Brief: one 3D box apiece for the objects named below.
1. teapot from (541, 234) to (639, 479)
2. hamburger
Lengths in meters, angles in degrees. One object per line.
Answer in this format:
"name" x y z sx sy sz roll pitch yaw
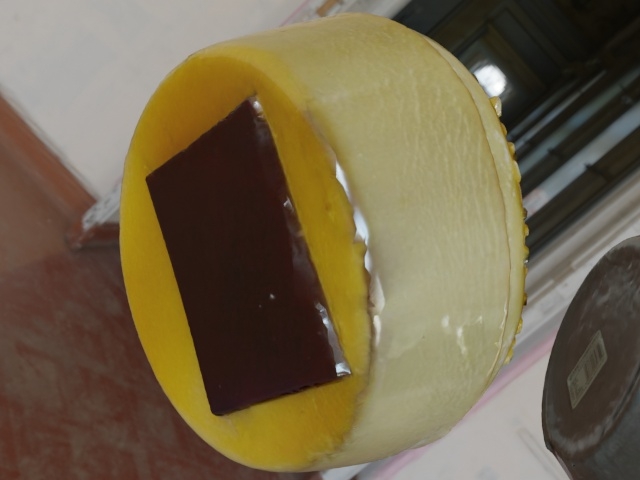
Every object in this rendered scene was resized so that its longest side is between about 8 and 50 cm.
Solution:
"teapot" 0.381 0.170 0.763 0.344 0.300 0.253 20 9 -2
"hamburger" 0.000 0.000 0.576 0.176 0.300 0.300 -9 52 -40
